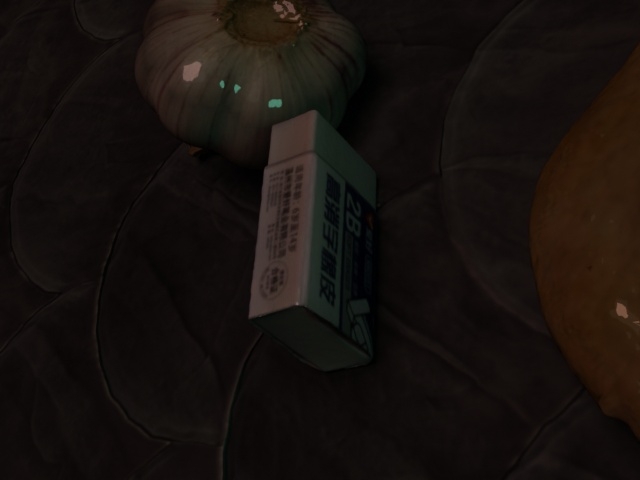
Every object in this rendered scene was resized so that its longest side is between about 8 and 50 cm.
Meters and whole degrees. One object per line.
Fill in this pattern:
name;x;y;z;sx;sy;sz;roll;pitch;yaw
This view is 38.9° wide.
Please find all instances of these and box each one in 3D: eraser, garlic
eraser;0.000;0.000;0.832;0.068;0.124;0.210;-17;53;30
garlic;-0.095;-0.166;1.005;0.253;0.245;0.245;124;155;-55

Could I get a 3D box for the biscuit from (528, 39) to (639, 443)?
biscuit;0.346;-0.044;0.614;0.446;0.104;0.429;-45;45;2
